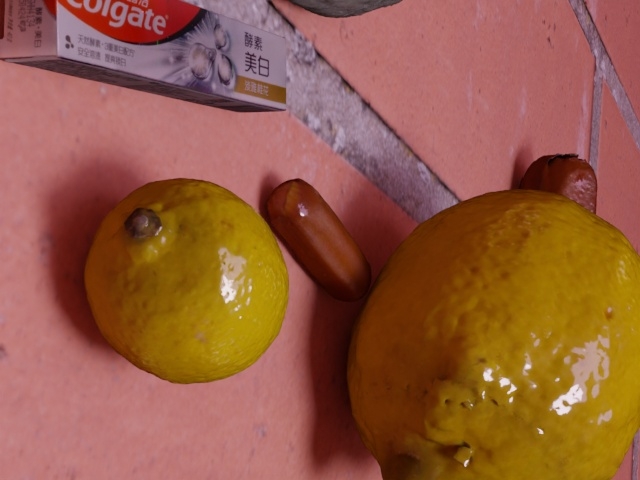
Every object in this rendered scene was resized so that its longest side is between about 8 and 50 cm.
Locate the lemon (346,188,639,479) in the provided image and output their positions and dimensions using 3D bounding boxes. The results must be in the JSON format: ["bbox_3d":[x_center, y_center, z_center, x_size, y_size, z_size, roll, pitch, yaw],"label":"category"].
[{"bbox_3d":[0.146,0.092,0.773,0.320,0.245,0.245,-50,133,-37],"label":"lemon"}]

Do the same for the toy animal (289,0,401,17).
[{"bbox_3d":[-0.019,-0.210,0.680,0.253,0.070,0.079,6,49,-49],"label":"toy animal"}]

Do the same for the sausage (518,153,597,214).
[{"bbox_3d":[0.275,0.048,1.160,0.102,0.102,0.330,36,58,-55],"label":"sausage"}]

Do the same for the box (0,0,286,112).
[{"bbox_3d":[-0.091,-0.113,0.558,0.218,0.040,0.055,2,89,-61],"label":"box"}]

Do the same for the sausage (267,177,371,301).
[{"bbox_3d":[0.000,0.000,0.719,0.131,0.041,0.039,54,50,-47],"label":"sausage"}]

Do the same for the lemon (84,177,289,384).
[{"bbox_3d":[-0.073,0.022,0.520,0.133,0.109,0.109,54,44,-59],"label":"lemon"}]
